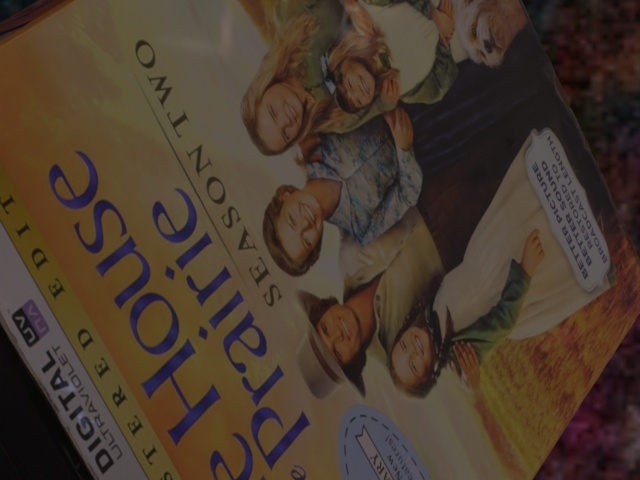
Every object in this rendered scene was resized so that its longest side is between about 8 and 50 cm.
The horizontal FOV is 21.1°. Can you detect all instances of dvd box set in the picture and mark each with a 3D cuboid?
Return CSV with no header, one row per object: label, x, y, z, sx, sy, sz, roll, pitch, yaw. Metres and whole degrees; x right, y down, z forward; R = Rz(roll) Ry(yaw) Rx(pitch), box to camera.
dvd box set,0.000,0.000,0.752,0.420,0.062,0.307,-44,112,-50
